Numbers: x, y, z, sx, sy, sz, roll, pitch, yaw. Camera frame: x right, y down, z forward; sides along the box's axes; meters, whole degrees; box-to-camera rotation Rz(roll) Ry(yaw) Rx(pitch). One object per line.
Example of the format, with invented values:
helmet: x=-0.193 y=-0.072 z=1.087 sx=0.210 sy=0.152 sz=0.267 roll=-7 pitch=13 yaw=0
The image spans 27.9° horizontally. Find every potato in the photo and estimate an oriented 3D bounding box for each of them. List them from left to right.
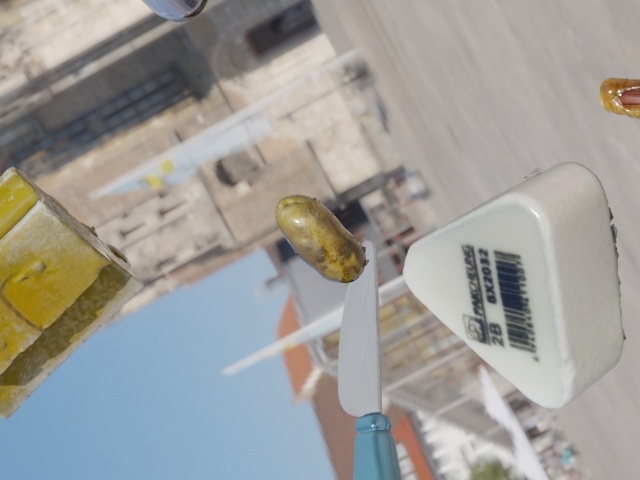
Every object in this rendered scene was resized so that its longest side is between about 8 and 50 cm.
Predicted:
potato: x=0.000 y=0.000 z=0.931 sx=0.083 sy=0.040 sz=0.051 roll=43 pitch=168 yaw=-22

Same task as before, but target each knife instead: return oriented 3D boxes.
knife: x=0.033 y=0.120 z=1.001 sx=0.032 sy=0.058 sz=0.244 roll=11 pitch=-116 yaw=-35

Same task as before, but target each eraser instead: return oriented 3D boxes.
eraser: x=0.301 y=0.078 z=1.818 sx=0.331 sy=0.150 sz=0.331 roll=30 pitch=136 yaw=34

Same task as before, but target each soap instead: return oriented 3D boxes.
soap: x=-0.411 y=0.080 z=1.707 sx=0.143 sy=0.281 sz=0.259 roll=43 pitch=179 yaw=42

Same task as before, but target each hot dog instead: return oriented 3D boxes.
hot dog: x=0.522 y=-0.210 z=1.943 sx=0.047 sy=0.216 sz=0.066 roll=-16 pitch=-68 yaw=-58

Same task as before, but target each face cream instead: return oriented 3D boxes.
face cream: x=-0.178 y=-0.294 z=1.395 sx=0.075 sy=0.075 sz=0.229 roll=63 pitch=-172 yaw=15
